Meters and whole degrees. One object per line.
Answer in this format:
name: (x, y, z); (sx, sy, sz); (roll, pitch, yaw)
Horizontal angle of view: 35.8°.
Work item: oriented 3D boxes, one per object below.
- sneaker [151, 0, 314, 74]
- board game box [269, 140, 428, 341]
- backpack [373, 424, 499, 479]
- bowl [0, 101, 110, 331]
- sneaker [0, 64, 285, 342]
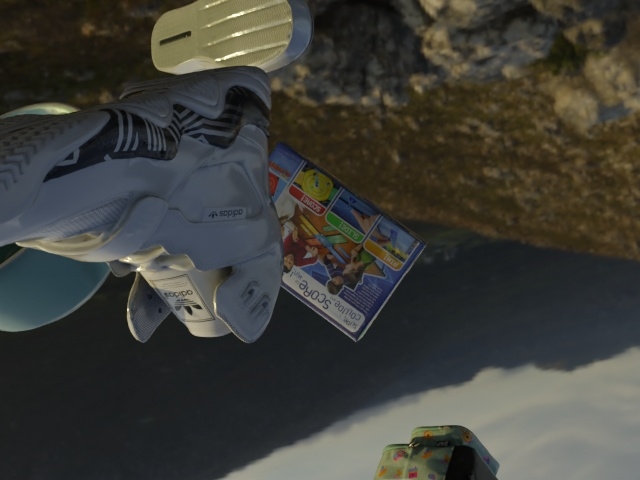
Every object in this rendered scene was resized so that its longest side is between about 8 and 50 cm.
sneaker: (-0.074, -0.209, 0.989); (0.091, 0.094, 0.258); (-4, -171, -36)
board game box: (0.000, 0.000, 1.114); (0.136, 0.201, 0.035); (-56, 170, 12)
backpack: (0.181, 0.375, 1.553); (0.189, 0.144, 0.166); (-14, 134, 32)
bowl: (-0.373, -0.009, 1.245); (0.312, 0.311, 0.163); (-16, 136, 18)
sneaker: (-0.133, -0.004, 0.733); (0.138, 0.210, 0.366); (-3, -164, 28)
